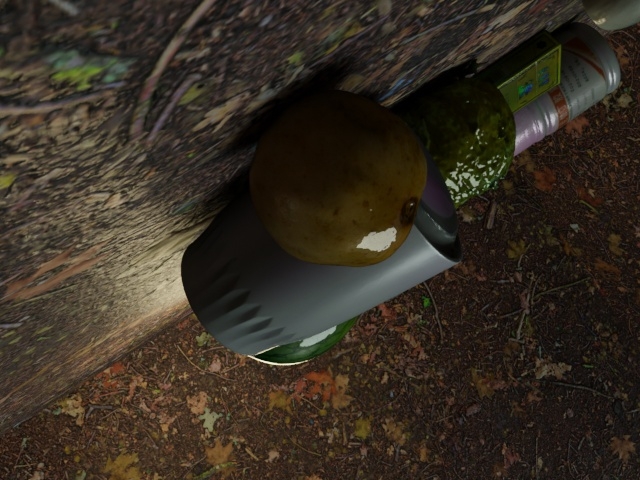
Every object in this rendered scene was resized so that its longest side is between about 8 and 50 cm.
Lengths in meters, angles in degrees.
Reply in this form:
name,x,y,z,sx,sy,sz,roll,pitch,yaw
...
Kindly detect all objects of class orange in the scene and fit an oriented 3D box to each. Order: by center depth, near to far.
name,x,y,z,sx,sy,sz,roll,pitch,yaw
orange,0.223,-0.160,1.174,0.301,0.223,0.300,-32,172,-25

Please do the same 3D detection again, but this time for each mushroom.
name,x,y,z,sx,sy,sz,roll,pitch,yaw
mushroom,0.596,-0.487,1.084,0.328,0.122,0.159,-36,-147,65

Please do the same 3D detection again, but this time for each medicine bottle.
name,x,y,z,sx,sy,sz,roll,pitch,yaw
medicine bottle,0.547,-0.368,1.567,0.315,0.202,0.202,-34,178,3

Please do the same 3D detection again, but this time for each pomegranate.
name,x,y,z,sx,sy,sz,roll,pitch,yaw
pomegranate,0.013,-0.068,0.674,0.196,0.196,0.196,-34,178,-1

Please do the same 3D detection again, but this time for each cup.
name,x,y,z,sx,sy,sz,roll,pitch,yaw
cup,0.000,0.000,0.908,0.371,0.253,0.253,-33,178,21

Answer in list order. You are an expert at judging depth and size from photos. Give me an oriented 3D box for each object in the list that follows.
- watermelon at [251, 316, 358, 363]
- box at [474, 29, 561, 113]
name,x,y,z,sx,sy,sz,roll,pitch,yaw
watermelon,-0.069,0.113,1.445,0.363,0.363,0.363,-34,178,-1
box,0.426,-0.347,1.406,0.220,0.064,0.141,-32,150,5
